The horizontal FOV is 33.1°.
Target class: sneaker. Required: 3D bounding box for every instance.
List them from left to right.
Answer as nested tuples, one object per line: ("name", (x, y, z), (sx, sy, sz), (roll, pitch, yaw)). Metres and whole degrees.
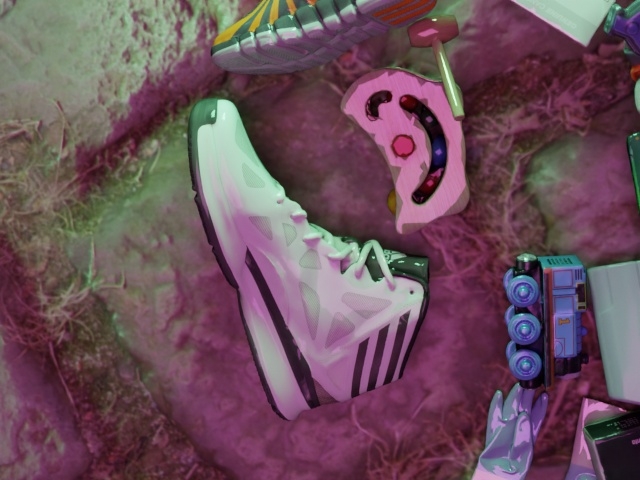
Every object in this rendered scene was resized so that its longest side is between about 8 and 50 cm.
("sneaker", (-0.007, -0.329, 1.357), (0.321, 0.124, 0.180), (-16, 78, 26))
("sneaker", (0.000, 0.000, 1.414), (0.257, 0.169, 0.448), (-17, 106, 6))

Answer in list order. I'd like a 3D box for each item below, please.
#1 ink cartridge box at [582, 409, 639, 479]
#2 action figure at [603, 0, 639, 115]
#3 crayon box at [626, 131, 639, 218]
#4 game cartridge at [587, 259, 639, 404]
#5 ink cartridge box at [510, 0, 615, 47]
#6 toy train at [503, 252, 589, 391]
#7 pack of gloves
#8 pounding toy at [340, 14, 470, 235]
("ink cartridge box", (0.482, 0.395, 1.416), (0.175, 0.069, 0.371), (-18, 100, 2))
("action figure", (0.482, -0.252, 1.218), (0.341, 0.178, 0.330), (26, 104, -15))
("crayon box", (0.521, -0.064, 1.289), (0.278, 0.081, 0.165), (-10, 80, 13))
("game cartridge", (0.498, 0.108, 1.342), (0.297, 0.062, 0.198), (-10, 77, 13))
("ink cartridge box", (0.255, -0.406, 1.270), (0.296, 0.066, 0.261), (33, 91, 3))
("toy train", (0.294, 0.106, 1.400), (0.105, 0.080, 0.184), (-3, 101, 6))
("pack of gloves", (0.305, 0.312, 1.468), (0.195, 0.046, 0.232), (17, 94, 7))
("pounding toy", (0.104, -0.139, 1.343), (0.154, 0.155, 0.270), (-4, 100, 8))
